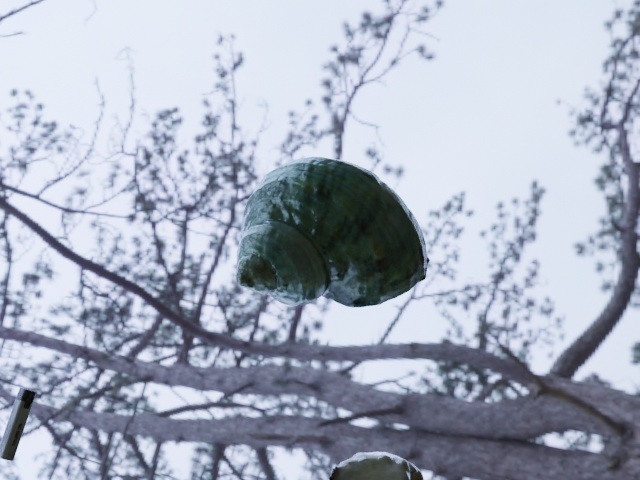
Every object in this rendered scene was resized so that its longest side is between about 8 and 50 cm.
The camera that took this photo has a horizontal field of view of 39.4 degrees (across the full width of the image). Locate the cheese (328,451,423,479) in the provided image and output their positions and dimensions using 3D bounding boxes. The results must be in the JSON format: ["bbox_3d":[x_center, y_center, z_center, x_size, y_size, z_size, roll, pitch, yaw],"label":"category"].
[{"bbox_3d":[0.050,0.401,1.045,0.326,0.115,0.317,77,-158,-69],"label":"cheese"}]

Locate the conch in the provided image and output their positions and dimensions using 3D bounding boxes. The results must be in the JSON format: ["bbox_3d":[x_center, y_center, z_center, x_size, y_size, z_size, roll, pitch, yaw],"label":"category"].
[{"bbox_3d":[0.003,-0.002,0.906,0.175,0.188,0.122,61,179,5],"label":"conch"}]

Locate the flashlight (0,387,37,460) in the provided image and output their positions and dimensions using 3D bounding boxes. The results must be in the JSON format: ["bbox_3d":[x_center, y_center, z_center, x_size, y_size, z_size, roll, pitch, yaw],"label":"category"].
[{"bbox_3d":[-0.354,0.213,1.043,0.018,0.018,0.083,31,-110,-48],"label":"flashlight"}]
